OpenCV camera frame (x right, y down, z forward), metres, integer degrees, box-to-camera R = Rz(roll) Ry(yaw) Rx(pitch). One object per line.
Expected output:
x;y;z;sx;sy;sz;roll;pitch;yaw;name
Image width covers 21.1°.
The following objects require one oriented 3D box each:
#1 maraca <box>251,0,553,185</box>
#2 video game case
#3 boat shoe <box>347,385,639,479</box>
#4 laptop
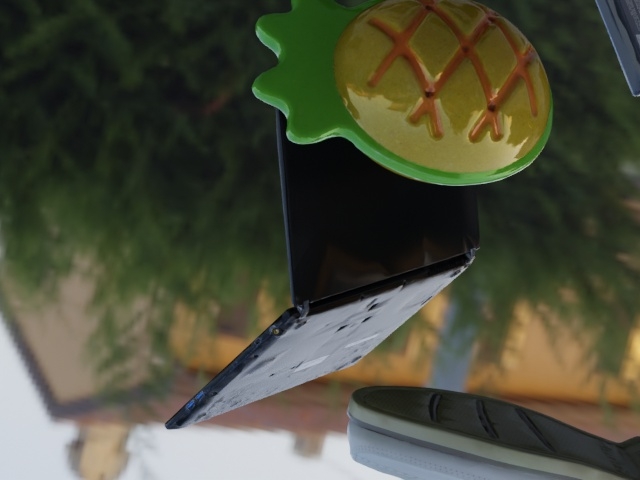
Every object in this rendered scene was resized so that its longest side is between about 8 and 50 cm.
0.051;-0.093;1.013;0.186;0.127;0.099;9;149;-14;maraca
0.332;-0.243;1.688;0.026;0.196;0.274;-23;175;32;video game case
0.156;0.179;1.164;0.302;0.103;0.113;15;-167;-3;boat shoe
0.000;0.000;1.303;0.234;0.264;0.136;-15;-113;-49;laptop
